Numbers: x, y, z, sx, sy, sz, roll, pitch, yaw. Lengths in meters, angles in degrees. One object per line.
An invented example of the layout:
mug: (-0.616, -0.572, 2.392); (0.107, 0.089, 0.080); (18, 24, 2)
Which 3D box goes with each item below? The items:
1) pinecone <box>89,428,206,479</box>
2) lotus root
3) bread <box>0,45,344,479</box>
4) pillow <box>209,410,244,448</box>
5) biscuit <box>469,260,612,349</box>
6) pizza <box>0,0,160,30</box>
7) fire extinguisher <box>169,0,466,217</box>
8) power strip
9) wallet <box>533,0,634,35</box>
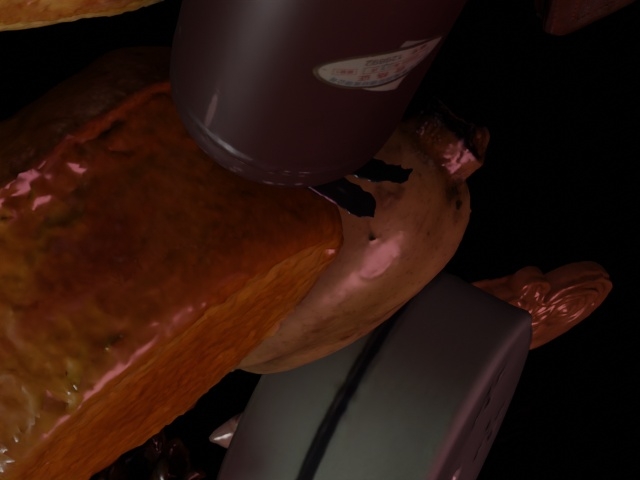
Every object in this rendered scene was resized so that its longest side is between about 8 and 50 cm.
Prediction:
pinecone: (-0.210, 0.213, 1.155); (0.257, 0.243, 0.243); (-26, 159, 0)
lotus root: (0.000, 0.000, 1.037); (0.284, 0.146, 0.160); (-38, 175, 21)
bread: (-0.124, 0.018, 0.848); (0.312, 0.172, 0.312); (-41, 173, -6)
pillow: (0.036, 0.180, 1.558); (0.223, 0.084, 0.236); (20, 131, -43)
biscuit: (0.211, 0.086, 1.622); (0.202, 0.044, 0.289); (-37, 158, 27)
pizza: (-0.174, -0.143, 0.588); (0.268, 0.087, 0.258); (-20, 163, -11)
fire extinguisher: (0.010, -0.105, 0.618); (0.135, 0.114, 0.337); (25, 153, -3)
power strip: (0.037, 0.188, 1.260); (0.357, 0.161, 0.357); (-58, 164, -27)
wallet: (0.262, -0.214, 0.981); (0.255, 0.031, 0.137); (-22, 158, -11)
